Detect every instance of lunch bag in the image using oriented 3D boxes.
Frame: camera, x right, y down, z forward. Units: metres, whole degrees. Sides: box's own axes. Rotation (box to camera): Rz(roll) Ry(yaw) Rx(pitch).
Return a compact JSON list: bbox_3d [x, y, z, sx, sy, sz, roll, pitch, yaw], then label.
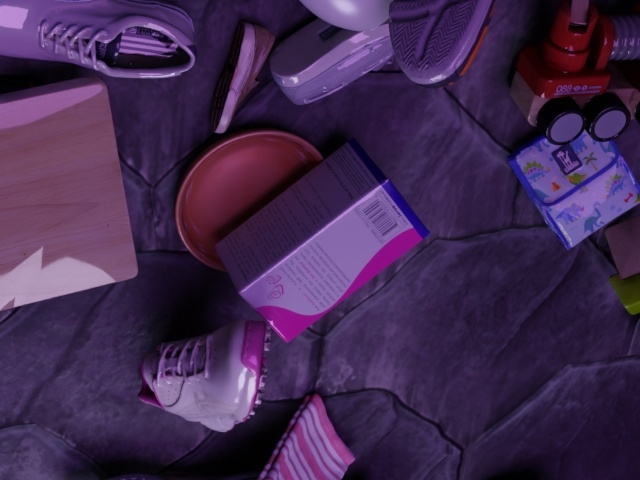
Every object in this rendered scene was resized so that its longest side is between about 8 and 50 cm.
[{"bbox_3d":[0.333,-0.086,1.777,0.129,0.096,0.151,-34,113,4],"label":"lunch bag"}]

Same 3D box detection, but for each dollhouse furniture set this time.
[{"bbox_3d":[0.543,0.050,1.967,0.197,0.151,0.301,-24,148,19],"label":"dollhouse furniture set"}]

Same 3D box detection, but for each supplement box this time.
[{"bbox_3d":[0.000,0.000,1.631,0.220,0.114,0.111,-38,129,2],"label":"supplement box"}]

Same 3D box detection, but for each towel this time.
[{"bbox_3d":[-0.024,0.327,1.859,0.197,0.029,0.144,-59,136,-36],"label":"towel"}]

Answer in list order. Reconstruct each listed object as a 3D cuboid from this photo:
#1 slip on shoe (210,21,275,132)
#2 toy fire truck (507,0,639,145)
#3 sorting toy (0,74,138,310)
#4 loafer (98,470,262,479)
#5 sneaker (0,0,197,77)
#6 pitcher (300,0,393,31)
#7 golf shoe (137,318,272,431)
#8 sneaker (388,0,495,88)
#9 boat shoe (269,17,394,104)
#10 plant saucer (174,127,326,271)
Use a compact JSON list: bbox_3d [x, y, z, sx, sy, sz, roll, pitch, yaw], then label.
[{"bbox_3d":[-0.091,-0.184,1.560,0.041,0.051,0.135,10,109,-25],"label":"slip on shoe"},{"bbox_3d":[0.353,-0.264,1.648,0.217,0.158,0.246,-5,133,-19],"label":"toy fire truck"},{"bbox_3d":[-0.354,-0.055,1.508,0.257,0.089,0.255,-14,125,-14],"label":"sorting toy"},{"bbox_3d":[-0.199,0.365,1.846,0.302,0.095,0.109,-1,85,-19],"label":"loafer"},{"bbox_3d":[-0.252,-0.224,1.438,0.258,0.091,0.094,-1,121,-22],"label":"sneaker"},{"bbox_3d":[0.019,-0.341,1.458,0.178,0.125,0.207,-44,117,13],"label":"pitcher"},{"bbox_3d":[-0.145,0.164,1.653,0.140,0.115,0.306,12,156,-12],"label":"golf shoe"},{"bbox_3d":[0.179,-0.284,1.475,0.180,0.124,0.321,37,60,-49],"label":"sneaker"},{"bbox_3d":[0.048,-0.234,1.577,0.227,0.079,0.081,-30,145,-2],"label":"boat shoe"},{"bbox_3d":[-0.084,-0.052,1.655,0.200,0.037,0.200,-11,126,-16],"label":"plant saucer"}]
